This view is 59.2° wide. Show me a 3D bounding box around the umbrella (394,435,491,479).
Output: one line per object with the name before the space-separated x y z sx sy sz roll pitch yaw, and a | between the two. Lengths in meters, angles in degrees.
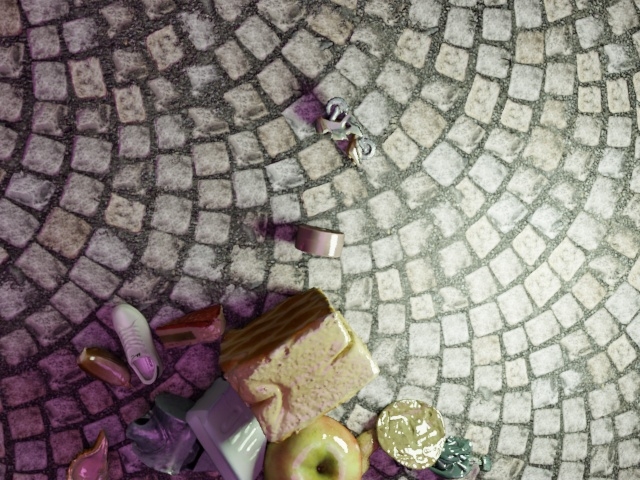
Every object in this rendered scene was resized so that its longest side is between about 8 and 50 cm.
umbrella | 0.424 0.734 1.924 0.349 0.094 0.143 15 76 -7

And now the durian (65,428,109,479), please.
durian | -0.705 0.695 1.755 0.140 0.078 0.224 17 82 1

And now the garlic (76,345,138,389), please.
garlic | -0.639 0.395 1.703 0.198 0.128 0.090 38 73 -8

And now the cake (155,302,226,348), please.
cake | -0.395 0.280 1.739 0.220 0.117 0.086 -21 105 -8

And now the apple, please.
apple | -0.024 0.704 1.760 0.319 0.277 0.319 2 80 -12

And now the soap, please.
soap | -0.264 0.574 1.686 0.173 0.095 0.289 -46 119 -46

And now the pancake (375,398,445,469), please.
pancake | 0.303 0.644 1.875 0.242 0.050 0.242 2 58 -2

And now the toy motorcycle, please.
toy motorcycle | 0.071 -0.333 1.771 0.130 0.094 0.229 -38 113 1

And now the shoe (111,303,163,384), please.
shoe | -0.558 0.320 1.721 0.095 0.110 0.265 -26 102 -5

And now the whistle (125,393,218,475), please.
whistle | -0.390 0.617 1.737 0.405 0.188 0.168 25 91 -11

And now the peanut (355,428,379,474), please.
peanut | 0.138 0.720 1.891 0.089 0.089 0.192 30 91 -11

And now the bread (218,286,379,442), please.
bread | -0.069 0.342 1.673 0.390 0.371 0.279 -30 104 -2

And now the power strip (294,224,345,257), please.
power strip | 0.000 0.000 1.758 0.154 0.154 0.078 9 96 -10
